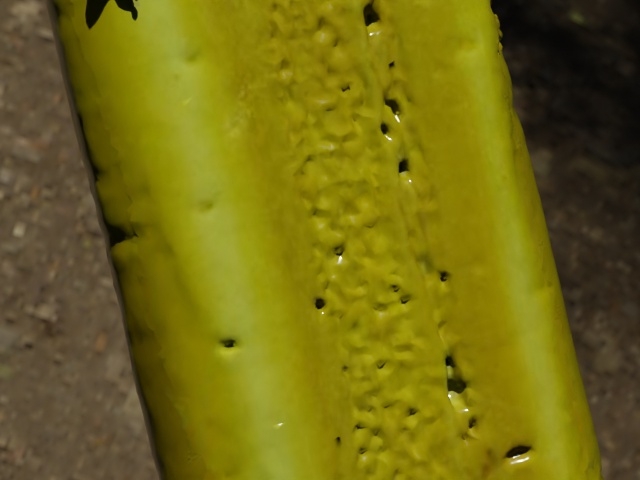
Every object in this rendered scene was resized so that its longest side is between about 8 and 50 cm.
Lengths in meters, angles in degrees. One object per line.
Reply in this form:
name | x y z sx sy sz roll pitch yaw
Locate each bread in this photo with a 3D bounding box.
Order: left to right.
bread | 0.000 0.000 0.695 0.166 0.383 0.112 -15 8 -16
